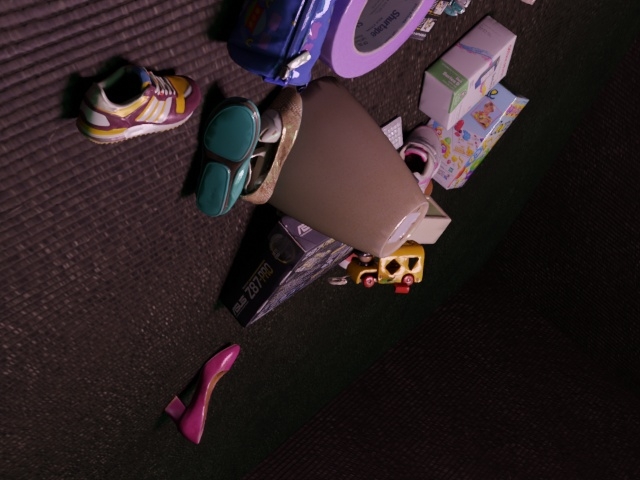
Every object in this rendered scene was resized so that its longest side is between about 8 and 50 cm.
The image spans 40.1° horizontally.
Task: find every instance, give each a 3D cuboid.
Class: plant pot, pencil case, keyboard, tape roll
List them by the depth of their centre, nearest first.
[{"bbox_3d":[-0.018,-0.335,1.114,0.119,0.133,0.306,6,131,-29],"label":"pencil case"},{"bbox_3d":[0.082,-0.384,1.324,0.275,0.090,0.275,-43,164,-16],"label":"tape roll"},{"bbox_3d":[0.047,-0.103,1.540,0.256,0.274,0.256,-42,162,-17],"label":"plant pot"},{"bbox_3d":[0.095,-0.183,1.879,0.256,0.014,0.072,-36,127,-34],"label":"keyboard"}]

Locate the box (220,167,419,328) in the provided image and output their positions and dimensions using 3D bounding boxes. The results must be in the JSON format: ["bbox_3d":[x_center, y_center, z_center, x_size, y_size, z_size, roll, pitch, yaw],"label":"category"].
[{"bbox_3d":[0.000,0.000,1.877,0.395,0.097,0.318,-32,170,-42],"label":"box"}]

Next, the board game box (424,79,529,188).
[{"bbox_3d":[0.360,-0.279,2.154,0.275,0.144,0.142,-54,163,21],"label":"board game box"}]

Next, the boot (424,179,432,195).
[{"bbox_3d":[0.247,-0.153,2.286,0.197,0.073,0.152,-38,157,-37],"label":"boot"}]

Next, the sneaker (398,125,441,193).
[{"bbox_3d":[0.227,-0.186,2.014,0.111,0.103,0.252,100,8,-50],"label":"sneaker"}]

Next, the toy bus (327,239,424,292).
[{"bbox_3d":[0.142,0.044,2.052,0.202,0.191,0.104,-25,123,-62],"label":"toy bus"}]

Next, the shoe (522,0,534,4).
[{"bbox_3d":[0.506,-0.614,1.914,0.219,0.058,0.076,-52,163,12],"label":"shoe"}]

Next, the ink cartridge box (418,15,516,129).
[{"bbox_3d":[0.326,-0.373,1.951,0.212,0.093,0.154,-45,163,-17],"label":"ink cartridge box"}]

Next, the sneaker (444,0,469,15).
[{"bbox_3d":[0.286,-0.500,1.649,0.166,0.065,0.076,-50,180,17],"label":"sneaker"}]

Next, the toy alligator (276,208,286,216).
[{"bbox_3d":[-0.021,-0.119,1.739,0.189,0.056,0.051,-40,-154,-4],"label":"toy alligator"}]

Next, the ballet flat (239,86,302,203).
[{"bbox_3d":[-0.087,-0.150,1.421,0.067,0.073,0.206,-8,122,-49],"label":"ballet flat"}]

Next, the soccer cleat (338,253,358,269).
[{"bbox_3d":[0.156,-0.018,2.307,0.318,0.108,0.116,-25,148,-48],"label":"soccer cleat"}]

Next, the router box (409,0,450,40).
[{"bbox_3d":[0.171,-0.422,1.531,0.133,0.046,0.179,-55,162,22],"label":"router box"}]

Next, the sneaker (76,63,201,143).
[{"bbox_3d":[-0.211,-0.180,1.079,0.185,0.069,0.084,-33,163,-44],"label":"sneaker"}]

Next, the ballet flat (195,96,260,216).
[{"bbox_3d":[-0.140,-0.144,1.352,0.247,0.083,0.087,114,0,-46],"label":"ballet flat"}]

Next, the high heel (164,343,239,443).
[{"bbox_3d":[-0.257,0.366,2.101,0.244,0.117,0.082,-45,163,-10],"label":"high heel"}]

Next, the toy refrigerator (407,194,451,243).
[{"bbox_3d":[0.198,-0.060,2.184,0.269,0.102,0.094,1,132,-45],"label":"toy refrigerator"}]
